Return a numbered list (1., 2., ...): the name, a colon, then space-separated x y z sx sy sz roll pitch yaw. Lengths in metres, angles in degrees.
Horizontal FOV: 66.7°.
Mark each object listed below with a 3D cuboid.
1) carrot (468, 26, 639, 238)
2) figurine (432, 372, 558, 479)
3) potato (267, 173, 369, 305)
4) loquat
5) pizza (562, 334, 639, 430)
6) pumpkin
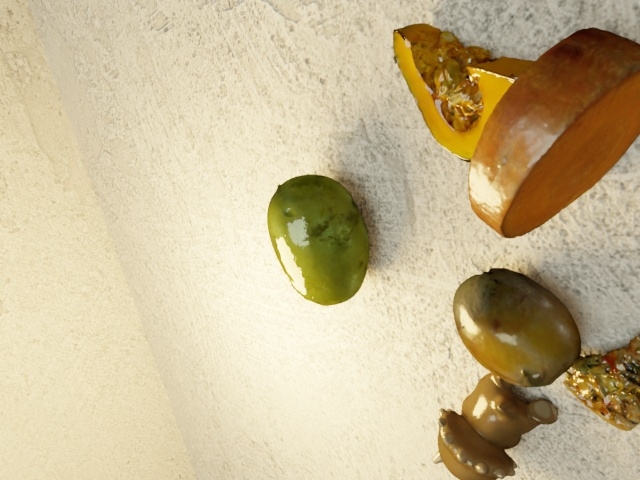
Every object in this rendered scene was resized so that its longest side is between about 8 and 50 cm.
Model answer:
1. carrot: 0.334 -0.132 0.688 0.100 0.258 0.307 56 136 36
2. figurine: 0.330 0.394 0.987 0.177 0.173 0.247 50 135 15
3. potato: -0.002 0.001 1.094 0.216 0.216 0.304 -2 106 44
4. loquat: 0.341 0.153 0.866 0.227 0.179 0.179 44 133 23
5. pizza: 0.522 0.235 0.807 0.147 0.069 0.226 55 136 12
6. pumpkin: 0.255 -0.261 0.776 0.190 0.139 0.280 -21 96 51
